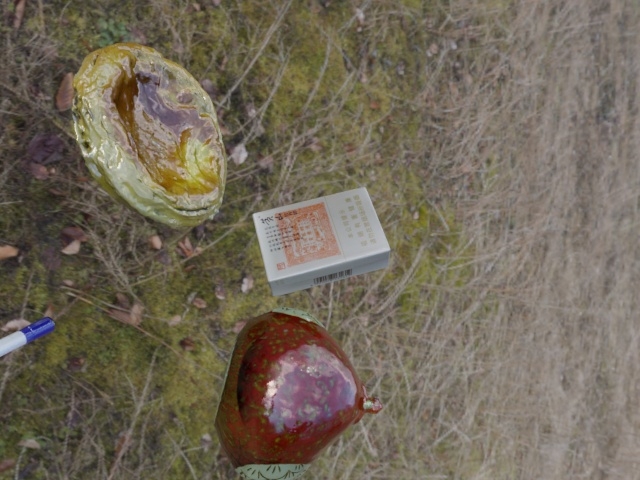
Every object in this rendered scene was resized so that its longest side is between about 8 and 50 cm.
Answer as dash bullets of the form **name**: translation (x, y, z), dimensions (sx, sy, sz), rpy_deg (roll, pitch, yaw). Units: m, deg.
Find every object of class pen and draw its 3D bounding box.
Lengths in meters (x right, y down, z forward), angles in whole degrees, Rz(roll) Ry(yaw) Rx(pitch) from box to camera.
- **pen**: translation (-0.586, 0.201, 0.890), dimensions (0.269, 0.033, 0.033), rpy_deg (-34, 122, -59)

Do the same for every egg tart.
- **egg tart**: translation (-0.308, -0.176, 0.931), dimensions (0.352, 0.150, 0.352), rpy_deg (39, 41, -45)

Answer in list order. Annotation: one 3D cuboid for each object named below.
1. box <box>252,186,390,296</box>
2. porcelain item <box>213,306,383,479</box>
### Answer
- **box**: translation (0.000, 0.000, 0.848), dimensions (0.058, 0.201, 0.141), rpy_deg (83, -7, -57)
- **porcelain item**: translation (-0.027, 0.222, 0.732), dimensions (0.253, 0.253, 0.253), rpy_deg (-10, 103, -51)
